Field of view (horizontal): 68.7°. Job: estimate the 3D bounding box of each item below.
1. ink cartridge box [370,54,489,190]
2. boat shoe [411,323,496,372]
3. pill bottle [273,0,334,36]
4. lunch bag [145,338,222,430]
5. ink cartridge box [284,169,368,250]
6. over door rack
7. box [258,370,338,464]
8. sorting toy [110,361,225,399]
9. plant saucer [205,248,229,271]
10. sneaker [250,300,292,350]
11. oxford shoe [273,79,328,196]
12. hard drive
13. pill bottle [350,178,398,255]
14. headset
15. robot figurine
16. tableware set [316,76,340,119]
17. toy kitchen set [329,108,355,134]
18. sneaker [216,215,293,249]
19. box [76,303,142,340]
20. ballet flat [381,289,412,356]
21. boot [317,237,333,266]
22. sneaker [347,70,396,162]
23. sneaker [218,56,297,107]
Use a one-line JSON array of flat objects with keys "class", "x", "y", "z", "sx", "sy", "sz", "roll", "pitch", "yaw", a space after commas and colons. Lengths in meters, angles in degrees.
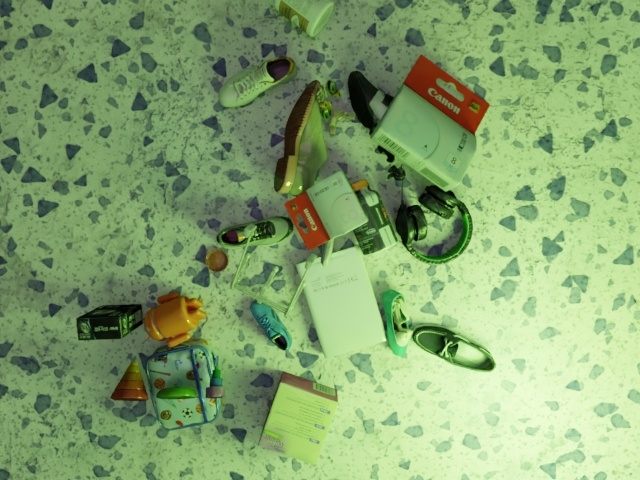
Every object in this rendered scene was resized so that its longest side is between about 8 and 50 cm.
[{"class": "ink cartridge box", "x": 0.380, "y": -0.398, "z": 1.507, "sx": 0.308, "sy": 0.091, "sz": 0.384, "roll": 33, "pitch": 73, "yaw": -8}, {"class": "boat shoe", "x": 0.468, "y": 0.377, "z": 1.640, "sx": 0.303, "sy": 0.091, "sz": 0.114, "roll": 16, "pitch": 94, "yaw": -1}, {"class": "pill bottle", "x": -0.080, "y": -0.793, "z": 1.538, "sx": 0.229, "sy": 0.131, "sz": 0.131, "roll": 38, "pitch": 94, "yaw": -2}, {"class": "lunch bag", "x": -0.473, "y": 0.501, "z": 1.657, "sx": 0.244, "sy": 0.115, "sz": 0.303, "roll": -10, "pitch": 95, "yaw": -1}, {"class": "ink cartridge box", "x": 0.013, "y": -0.093, "z": 1.528, "sx": 0.233, "sy": 0.066, "sz": 0.189, "roll": -28, "pitch": 89, "yaw": 11}, {"class": "over door rack", "x": -0.157, "y": 0.096, "z": 1.563, "sx": 0.240, "sy": 0.108, "sz": 0.324, "roll": 26, "pitch": 133, "yaw": 2}, {"class": "box", "x": -0.076, "y": 0.624, "z": 1.656, "sx": 0.214, "sy": 0.117, "sz": 0.242, "roll": 19, "pitch": 94, "yaw": -1}, {"class": "sorting toy", "x": -0.502, "y": 0.465, "z": 1.563, "sx": 0.366, "sy": 0.127, "sz": 0.126, "roll": 0, "pitch": 66, "yaw": -7}, {"class": "plant saucer", "x": -0.368, "y": 0.071, "z": 1.669, "sx": 0.084, "sy": 0.013, "sz": 0.083, "roll": 0, "pitch": 94, "yaw": 2}, {"class": "sneaker", "x": -0.174, "y": 0.301, "z": 1.651, "sx": 0.069, "sy": 0.082, "sz": 0.209, "roll": -38, "pitch": 92, "yaw": 5}, {"class": "oxford shoe", "x": -0.042, "y": -0.339, "z": 1.593, "sx": 0.147, "sy": 0.140, "sz": 0.396, "roll": 15, "pitch": 94, "yaw": -26}, {"class": "hard drive", "x": 0.075, "y": 0.216, "z": 1.657, "sx": 0.233, "sy": 0.047, "sz": 0.352, "roll": -17, "pitch": 93, "yaw": 2}, {"class": "pill bottle", "x": 0.160, "y": -0.082, "z": 1.590, "sx": 0.131, "sy": 0.130, "sz": 0.245, "roll": -23, "pitch": 94, "yaw": 3}, {"class": "headset", "x": 0.354, "y": -0.089, "z": 1.560, "sx": 0.243, "sy": 0.185, "sz": 0.394, "roll": -39, "pitch": 103, "yaw": 3}, {"class": "robot figurine", "x": -0.514, "y": 0.274, "z": 1.629, "sx": 0.220, "sy": 0.128, "sz": 0.158, "roll": -22, "pitch": 107, "yaw": 3}, {"class": "tableware set", "x": 0.032, "y": -0.472, "z": 1.559, "sx": 0.024, "sy": 0.154, "sz": 0.103, "roll": 1, "pitch": 128, "yaw": 24}, {"class": "toy kitchen set", "x": 0.073, "y": -0.399, "z": 1.596, "sx": 0.075, "sy": 0.068, "sz": 0.083, "roll": 14, "pitch": 95, "yaw": 3}, {"class": "sneaker", "x": -0.226, "y": -0.021, "z": 1.614, "sx": 0.272, "sy": 0.108, "sz": 0.100, "roll": -12, "pitch": 92, "yaw": 1}, {"class": "box", "x": -0.718, "y": 0.277, "z": 1.607, "sx": 0.148, "sy": 0.180, "sz": 0.077, "roll": -2, "pitch": 96, "yaw": 2}, {"class": "ballet flat", "x": 0.274, "y": 0.293, "z": 1.632, "sx": 0.083, "sy": 0.087, "sz": 0.247, "roll": -14, "pitch": 94, "yaw": -32}, {"class": "boot", "x": 0.000, "y": 0.000, "z": 1.610, "sx": 0.086, "sy": 0.069, "sz": 0.189, "roll": 6, "pitch": 63, "yaw": 6}, {"class": "sneaker", "x": 0.214, "y": -0.435, "z": 1.581, "sx": 0.146, "sy": 0.122, "sz": 0.330, "roll": -31, "pitch": 93, "yaw": -15}, {"class": "sneaker", "x": -0.220, "y": -0.542, "z": 1.565, "sx": 0.290, "sy": 0.123, "sz": 0.105, "roll": -26, "pitch": 96, "yaw": 4}]
